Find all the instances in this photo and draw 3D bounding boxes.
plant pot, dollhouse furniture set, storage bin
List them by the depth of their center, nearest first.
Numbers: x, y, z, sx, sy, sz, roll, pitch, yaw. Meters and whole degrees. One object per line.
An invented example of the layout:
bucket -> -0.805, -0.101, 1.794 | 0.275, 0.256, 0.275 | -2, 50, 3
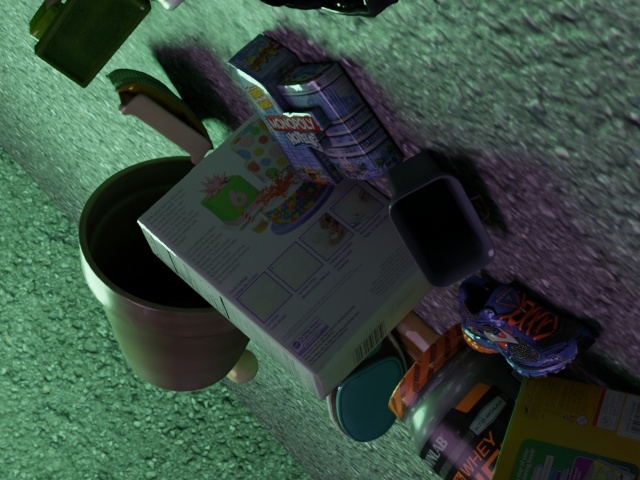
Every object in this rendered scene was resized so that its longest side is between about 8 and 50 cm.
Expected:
storage bin -> 0.131, -0.034, 1.400 | 0.135, 0.098, 0.091 | 57, -172, -33
dollhouse furniture set -> -0.255, -0.269, 1.831 | 0.301, 0.151, 0.197 | 35, -169, -24
plant pot -> 0.144, 0.176, 1.945 | 0.236, 0.032, 0.236 | 41, 163, 15
plant pot -> -0.211, 0.076, 1.948 | 0.323, 0.323, 0.280 | 39, 143, 24

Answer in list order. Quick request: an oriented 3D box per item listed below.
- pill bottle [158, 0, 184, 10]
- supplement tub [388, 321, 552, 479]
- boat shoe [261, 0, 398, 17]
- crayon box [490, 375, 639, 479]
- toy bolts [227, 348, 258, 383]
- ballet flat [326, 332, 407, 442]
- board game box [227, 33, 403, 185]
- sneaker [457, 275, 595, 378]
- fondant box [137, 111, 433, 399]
pill bottle -> -0.193, -0.350, 1.441 | 0.160, 0.087, 0.087 | 49, 163, -12
supplement tub -> 0.251, 0.260, 1.592 | 0.316, 0.193, 0.193 | 41, 163, 18
boat shoe -> -0.017, -0.264, 1.159 | 0.340, 0.113, 0.127 | 29, 157, 46
crayon box -> 0.272, 0.293, 1.391 | 0.165, 0.278, 0.081 | 11, 148, 22
toy bolts -> -0.118, 0.130, 2.161 | 0.158, 0.228, 0.218 | 43, 156, 12
ballet flat -> 0.045, 0.155, 1.902 | 0.139, 0.139, 0.400 | 36, 156, 32
board game box -> -0.017, -0.157, 1.509 | 0.194, 0.060, 0.194 | 52, 163, -21
sneaker -> 0.229, 0.097, 1.470 | 0.221, 0.083, 0.087 | 13, 136, 56
fondant box -> -0.037, 0.009, 1.632 | 0.330, 0.238, 0.096 | 40, 164, 22
